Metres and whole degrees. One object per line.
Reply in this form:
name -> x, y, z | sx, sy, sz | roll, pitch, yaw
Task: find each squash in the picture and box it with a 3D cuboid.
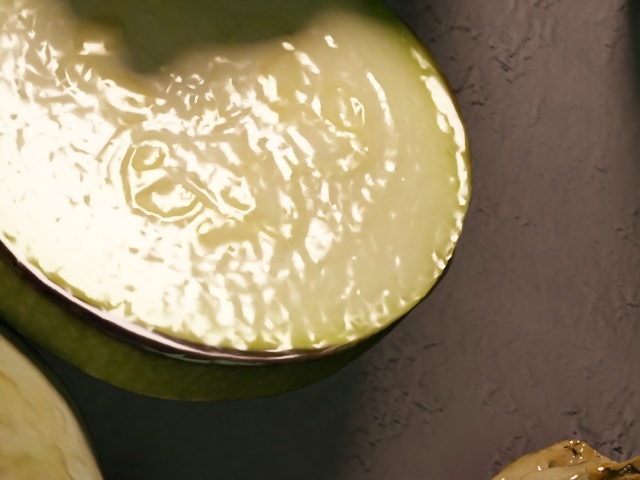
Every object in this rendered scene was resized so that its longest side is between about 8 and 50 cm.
squash -> -0.054, -0.041, 0.843 | 0.252, 0.049, 0.252 | 12, 53, -16

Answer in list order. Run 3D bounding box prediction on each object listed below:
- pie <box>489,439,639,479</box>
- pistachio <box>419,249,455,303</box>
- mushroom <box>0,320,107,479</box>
pie -> 0.140, 0.249, 1.068 | 0.128, 0.068, 0.282 | -7, 107, -20
pistachio -> 0.000, 0.000, 0.932 | 0.149, 0.113, 0.113 | 0, 99, -30
mushroom -> -0.237, 0.170, 0.754 | 0.352, 0.260, 0.352 | 0, 63, -1
